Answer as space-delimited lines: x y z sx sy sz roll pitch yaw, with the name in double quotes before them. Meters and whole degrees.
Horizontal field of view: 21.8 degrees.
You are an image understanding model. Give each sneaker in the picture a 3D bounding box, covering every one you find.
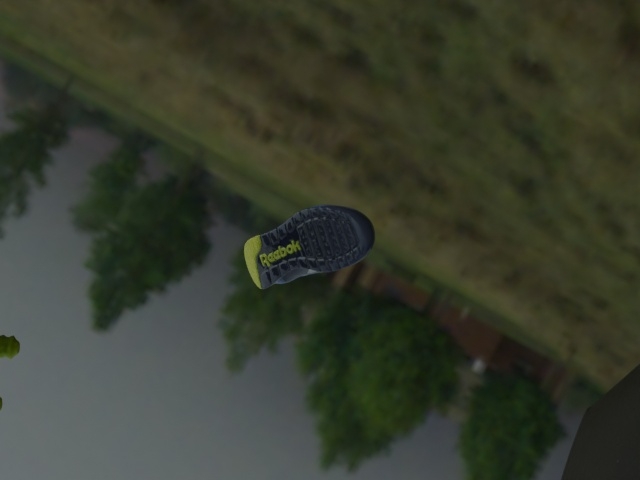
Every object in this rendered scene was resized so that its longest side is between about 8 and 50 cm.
"sneaker" 0.000 0.000 1.308 0.059 0.053 0.144 -14 180 -39

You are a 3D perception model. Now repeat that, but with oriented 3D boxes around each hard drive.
"hard drive" 0.222 0.176 1.165 0.054 0.172 0.255 33 -138 -8

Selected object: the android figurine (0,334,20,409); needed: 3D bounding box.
"android figurine" -0.387 0.094 1.361 0.272 0.248 0.056 5 134 0
